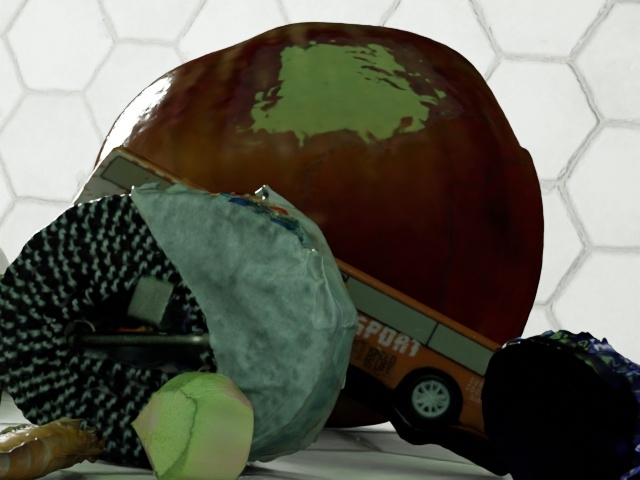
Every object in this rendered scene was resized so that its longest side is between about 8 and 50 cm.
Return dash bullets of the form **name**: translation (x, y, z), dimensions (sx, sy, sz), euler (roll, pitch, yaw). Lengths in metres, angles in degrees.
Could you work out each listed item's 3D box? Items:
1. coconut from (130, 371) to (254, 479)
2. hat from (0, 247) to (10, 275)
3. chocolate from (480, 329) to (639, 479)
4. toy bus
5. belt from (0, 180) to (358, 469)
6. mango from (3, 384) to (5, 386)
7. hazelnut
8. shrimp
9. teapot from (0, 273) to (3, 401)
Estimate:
- **coconut**: translation (-0.080, 0.124, 1.068), dimensions (0.081, 0.083, 0.082), euler (5, 40, -39)
- **hat**: translation (-0.455, 0.071, 1.872), dimensions (0.126, 0.203, 0.203), euler (-21, -15, 30)
- **chocolate**: translation (0.248, 0.128, 1.213), dimensions (0.126, 0.148, 0.343), euler (33, 18, 34)
- **toy bus**: translation (-0.013, 0.059, 1.306), dimensions (0.408, 0.092, 0.093), euler (28, -19, 6)
- **belt**: translation (-0.099, 0.061, 1.189), dimensions (0.257, 0.207, 0.150), euler (-1, -1, 17)
- **mango**: translation (-0.348, 0.095, 1.684), dimensions (0.138, 0.113, 0.253), euler (12, 2, -39)
- **hazelnut**: translation (0.000, 0.000, 1.560), dimensions (0.429, 0.402, 0.402), euler (-12, -4, 7)
- **shrimp**: translation (-0.216, 0.135, 1.034), dimensions (0.124, 0.034, 0.178), euler (-2, 1, 22)
- **teapot**: translation (-0.332, 0.055, 1.198), dimensions (0.185, 0.175, 0.267), euler (2, -3, 37)
